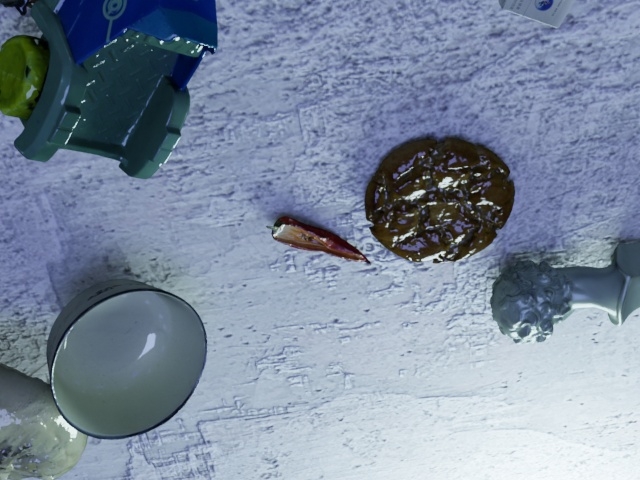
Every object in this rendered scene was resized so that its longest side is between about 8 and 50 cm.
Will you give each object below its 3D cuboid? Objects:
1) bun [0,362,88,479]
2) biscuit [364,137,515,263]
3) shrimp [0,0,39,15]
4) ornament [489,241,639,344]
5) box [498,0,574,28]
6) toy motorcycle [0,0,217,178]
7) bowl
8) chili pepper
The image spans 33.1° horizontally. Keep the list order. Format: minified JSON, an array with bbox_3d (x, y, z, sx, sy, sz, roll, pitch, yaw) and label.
[{"bbox_3d":[-0.490,0.278,1.608,0.287,0.146,0.287,14,148,9],"label":"bun"},{"bbox_3d":[0.169,-0.051,1.520,0.225,0.042,0.226,-3,130,-3],"label":"biscuit"},{"bbox_3d":[-0.451,-0.349,1.174,0.286,0.068,0.185,2,132,-7],"label":"shrimp"},{"bbox_3d":[0.393,0.072,1.600,0.285,0.120,0.130,-16,129,6],"label":"ornament"},{"bbox_3d":[0.269,-0.300,1.328,0.083,0.024,0.054,15,125,-17],"label":"box"},{"bbox_3d":[-0.211,-0.223,1.210,0.191,0.200,0.326,7,128,-44],"label":"toy motorcycle"},{"bbox_3d":[-0.293,0.154,1.560,0.237,0.126,0.238,-14,119,-27],"label":"bowl"},{"bbox_3d":[0.000,0.000,1.553,0.178,0.027,0.045,19,130,-21],"label":"chili pepper"}]
